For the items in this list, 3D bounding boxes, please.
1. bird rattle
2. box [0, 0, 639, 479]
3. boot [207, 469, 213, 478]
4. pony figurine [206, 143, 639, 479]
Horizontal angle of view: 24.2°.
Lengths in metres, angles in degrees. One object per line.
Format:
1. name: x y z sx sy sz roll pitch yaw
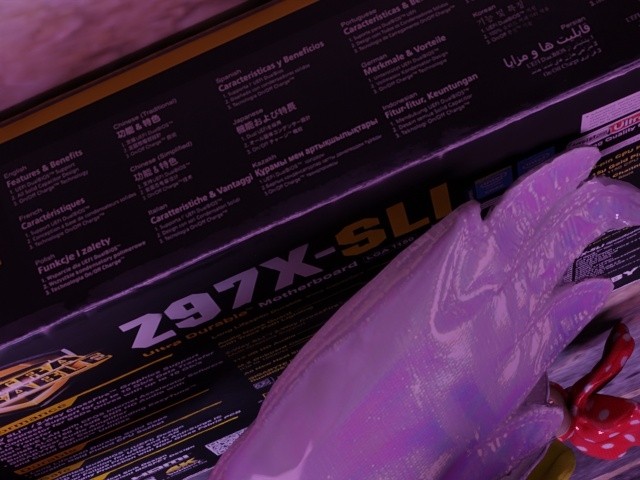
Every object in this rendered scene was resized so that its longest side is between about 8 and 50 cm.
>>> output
1. bird rattle: 0.110 0.125 1.022 0.207 0.143 0.253 -22 178 32
2. box: 0.000 0.000 0.563 0.322 0.079 0.257 -24 159 1
3. boot: 0.018 0.250 0.974 0.094 0.207 0.246 -38 154 -25
4. pony figurine: 0.012 0.179 0.514 0.351 0.363 0.303 -36 156 -13
